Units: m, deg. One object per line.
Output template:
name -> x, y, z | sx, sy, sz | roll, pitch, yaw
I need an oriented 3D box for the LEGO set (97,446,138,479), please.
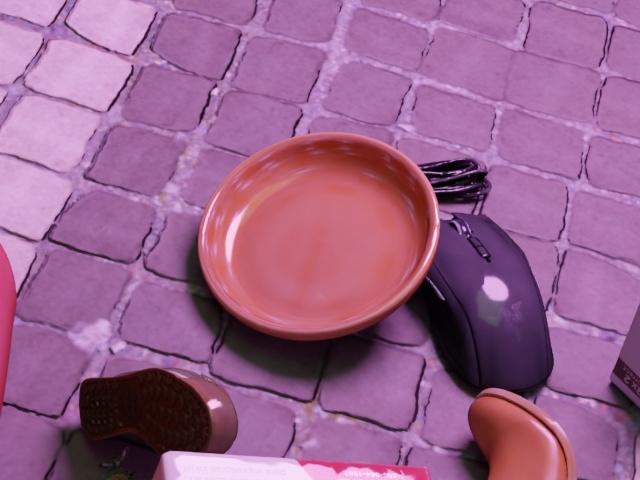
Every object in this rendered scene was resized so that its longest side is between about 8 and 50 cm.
LEGO set -> -0.151, 0.192, 1.323 | 0.054, 0.023, 0.083 | 25, 60, 14

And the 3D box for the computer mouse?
computer mouse -> 0.088, 0.014, 1.510 | 0.184, 0.060, 0.262 | -2, 47, -15

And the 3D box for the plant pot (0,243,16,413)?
plant pot -> -0.332, 0.091, 1.227 | 0.275, 0.275, 0.243 | 13, 37, 0

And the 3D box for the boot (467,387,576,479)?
boot -> 0.126, 0.204, 1.334 | 0.152, 0.073, 0.197 | -22, 52, -24

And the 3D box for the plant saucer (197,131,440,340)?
plant saucer -> 0.000, 0.000, 1.487 | 0.200, 0.037, 0.200 | -5, 56, 8

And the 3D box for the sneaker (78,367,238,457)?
sneaker -> -0.095, 0.120, 1.314 | 0.086, 0.192, 0.064 | -3, 91, -35

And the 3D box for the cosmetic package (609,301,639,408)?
cosmetic package -> 0.359, 0.078, 1.443 | 0.184, 0.151, 0.151 | -26, 56, -31

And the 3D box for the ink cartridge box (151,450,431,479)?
ink cartridge box -> -0.010, 0.283, 1.183 | 0.197, 0.114, 0.273 | 6, 46, -18
